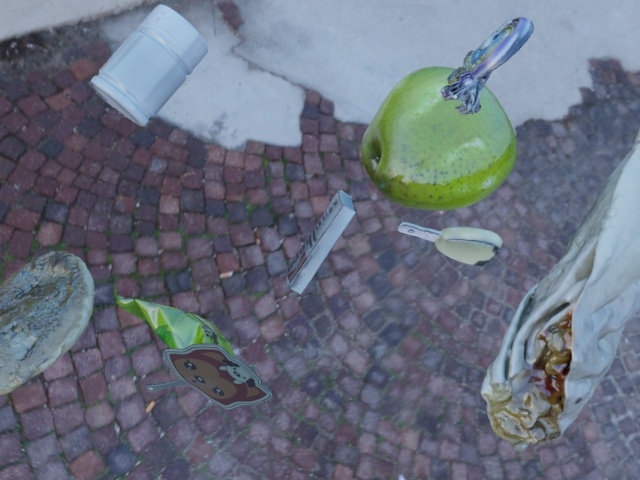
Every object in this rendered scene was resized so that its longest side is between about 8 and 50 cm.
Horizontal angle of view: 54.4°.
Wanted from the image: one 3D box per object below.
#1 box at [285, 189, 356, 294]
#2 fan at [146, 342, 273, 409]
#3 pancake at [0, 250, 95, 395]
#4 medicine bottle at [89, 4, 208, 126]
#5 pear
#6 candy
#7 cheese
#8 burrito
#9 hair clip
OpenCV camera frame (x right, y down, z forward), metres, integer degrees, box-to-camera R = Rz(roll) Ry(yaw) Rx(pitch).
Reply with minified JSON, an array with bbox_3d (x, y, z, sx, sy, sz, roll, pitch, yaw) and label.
[{"bbox_3d":[0.000,0.000,1.106,0.035,0.115,0.178,31,103,-11],"label":"box"},{"bbox_3d":[-0.165,0.185,0.830,0.132,0.219,0.009,50,43,-24],"label":"fan"},{"bbox_3d":[-0.593,0.167,1.200,0.356,0.356,0.065,-49,133,-29],"label":"pancake"},{"bbox_3d":[-0.143,-0.146,0.525,0.057,0.057,0.089,38,82,-2],"label":"medicine bottle"},{"bbox_3d":[0.244,-0.213,1.404,0.318,0.238,0.342,-37,82,-24],"label":"pear"},{"bbox_3d":[-0.201,0.154,0.991,0.246,0.149,0.069,32,81,30],"label":"candy"},{"bbox_3d":[0.312,-0.002,1.538,0.251,0.127,0.054,16,58,-11],"label":"cheese"},{"bbox_3d":[0.240,-0.018,0.480,0.076,0.117,0.392,28,78,34],"label":"burrito"},{"bbox_3d":[0.233,-0.244,0.840,0.049,0.116,0.172,43,81,-19],"label":"hair clip"}]
